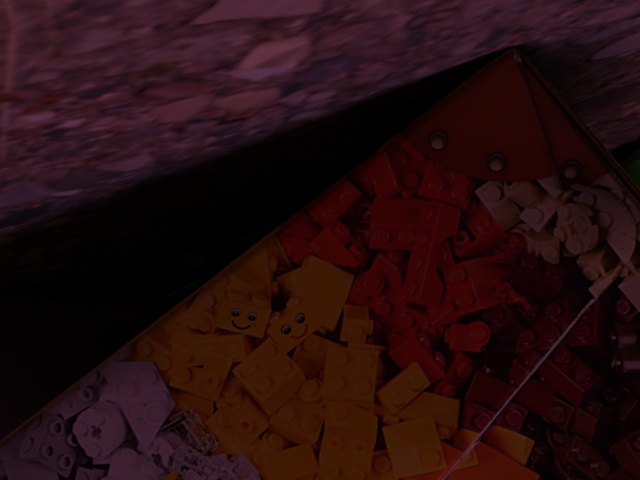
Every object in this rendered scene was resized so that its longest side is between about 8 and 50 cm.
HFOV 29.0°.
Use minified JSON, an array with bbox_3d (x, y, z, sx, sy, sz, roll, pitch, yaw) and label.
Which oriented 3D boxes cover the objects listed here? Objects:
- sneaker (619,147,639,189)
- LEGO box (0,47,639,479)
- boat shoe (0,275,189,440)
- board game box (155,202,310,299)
[{"bbox_3d":[0.315,-0.019,0.955,0.202,0.185,0.483,-34,-178,-23],"label":"sneaker"},{"bbox_3d":[0.035,0.134,0.745,0.372,0.193,0.500,-37,168,3],"label":"LEGO box"},{"bbox_3d":[-0.171,0.077,0.787,0.088,0.096,0.267,-28,175,36],"label":"boat shoe"},{"bbox_3d":[0.000,0.000,0.815,0.126,0.026,0.186,-22,170,39],"label":"board game box"}]
